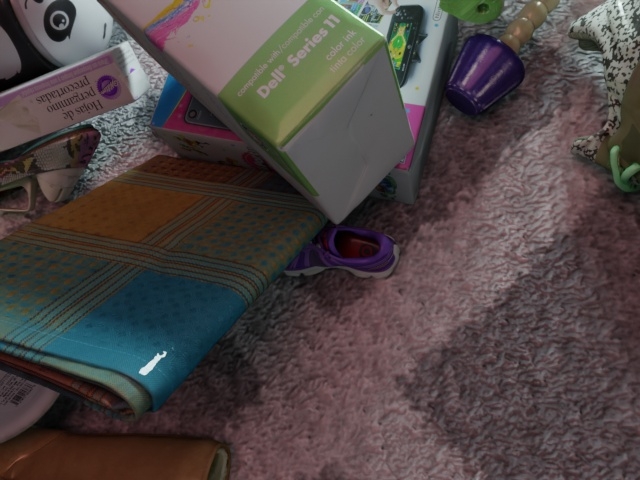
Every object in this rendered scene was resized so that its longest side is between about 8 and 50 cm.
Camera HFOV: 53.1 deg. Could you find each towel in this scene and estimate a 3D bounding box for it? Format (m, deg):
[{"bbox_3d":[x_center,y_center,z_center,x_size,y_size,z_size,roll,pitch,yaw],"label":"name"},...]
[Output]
[{"bbox_3d":[-0.160,0.009,0.614,0.271,0.370,0.040,12,121,22],"label":"towel"}]

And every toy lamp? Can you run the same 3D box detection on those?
[{"bbox_3d":[0.239,-0.256,0.715,0.080,0.080,0.274,37,82,21],"label":"toy lamp"}]

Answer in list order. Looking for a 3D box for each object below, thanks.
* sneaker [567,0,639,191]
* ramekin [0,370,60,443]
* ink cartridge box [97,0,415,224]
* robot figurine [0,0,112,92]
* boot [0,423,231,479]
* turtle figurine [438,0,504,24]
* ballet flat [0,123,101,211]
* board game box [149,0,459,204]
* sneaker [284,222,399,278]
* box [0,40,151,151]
[{"bbox_3d":[0.350,-0.085,0.629,0.182,0.158,0.410,-19,68,41],"label":"sneaker"},{"bbox_3d":[-0.355,0.114,0.648,0.207,0.207,0.109,-51,44,-5],"label":"ramekin"},{"bbox_3d":[-0.087,-0.190,0.601,0.353,0.207,0.119,43,89,20],"label":"ink cartridge box"},{"bbox_3d":[-0.410,-0.280,0.825,0.278,0.209,0.173,-14,58,10],"label":"robot figurine"},{"bbox_3d":[-0.247,0.305,0.652,0.269,0.089,0.236,5,73,14],"label":"boot"},{"bbox_3d":[0.158,-0.376,0.641,0.198,0.274,0.266,-6,56,19],"label":"turtle figurine"},{"bbox_3d":[-0.368,-0.079,0.816,0.221,0.077,0.079,-16,89,14],"label":"ballet flat"},{"bbox_3d":[-0.015,-0.186,0.744,0.303,0.097,0.224,12,76,18],"label":"board game box"},{"bbox_3d":[0.000,0.000,0.696,0.170,0.071,0.068,1,74,15],"label":"sneaker"},{"bbox_3d":[-0.371,-0.156,0.791,0.324,0.063,0.067,-17,27,12],"label":"box"}]
